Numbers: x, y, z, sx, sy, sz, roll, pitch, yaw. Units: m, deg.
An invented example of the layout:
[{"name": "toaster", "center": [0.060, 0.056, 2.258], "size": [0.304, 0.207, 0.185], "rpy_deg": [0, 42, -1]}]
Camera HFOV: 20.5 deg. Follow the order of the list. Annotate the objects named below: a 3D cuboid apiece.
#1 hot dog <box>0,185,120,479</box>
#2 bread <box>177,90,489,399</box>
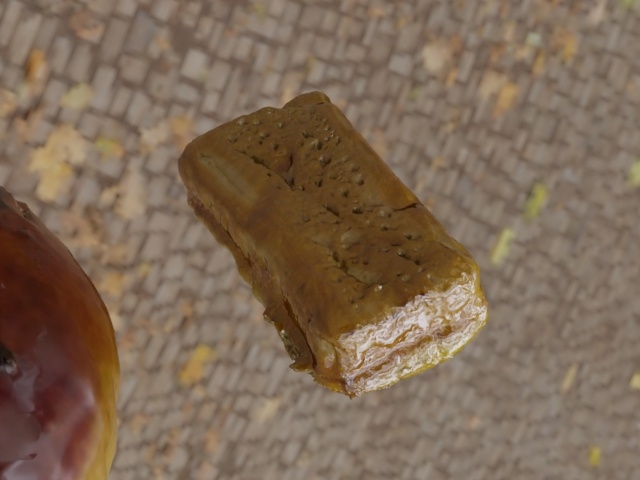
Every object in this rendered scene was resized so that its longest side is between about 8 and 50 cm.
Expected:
[{"name": "hot dog", "center": [-0.272, 0.088, 0.728], "size": [0.196, 0.365, 0.367], "rpy_deg": [107, 8, -48]}, {"name": "bread", "center": [0.000, -0.001, 1.181], "size": [0.139, 0.271, 0.077], "rpy_deg": [-25, 130, -13]}]
